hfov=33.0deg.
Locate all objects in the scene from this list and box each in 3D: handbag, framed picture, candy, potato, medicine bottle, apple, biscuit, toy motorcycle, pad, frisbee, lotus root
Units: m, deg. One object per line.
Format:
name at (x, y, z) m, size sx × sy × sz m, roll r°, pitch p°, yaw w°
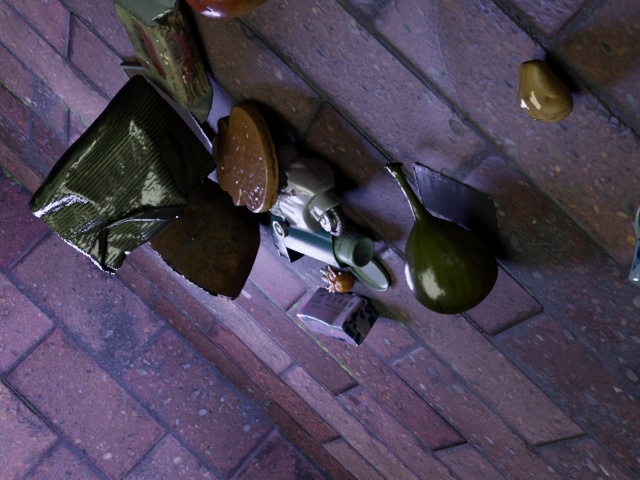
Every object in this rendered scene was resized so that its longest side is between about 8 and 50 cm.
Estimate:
handbag at (-0.376, -0.118, 2.074) m, size 0.240 × 0.247 × 0.340 m, roll 43°, pitch 123°, yaw -14°
framed picture at (-0.301, -0.261, 2.217) m, size 0.184 × 0.016 × 0.250 m, roll 14°, pitch 143°, yaw 53°
candy at (0.038, 0.159, 2.291) m, size 0.160 × 0.092 × 0.073 m, roll 13°, pitch 149°, yaw 50°
potato at (0.269, -0.180, 1.307) m, size 0.068 × 0.062 × 0.083 m, roll -4°, pitch 109°, yaw 43°
medicine bottle at (0.000, 0.000, 2.080) m, size 0.258 × 0.079 × 0.124 m, roll 19°, pitch 144°, yaw 46°
apple at (-0.128, -0.386, 1.526) m, size 0.146 × 0.131 × 0.146 m, roll 35°, pitch 143°, yaw 31°
biscuit at (-0.137, -0.149, 1.999) m, size 0.288 × 0.044 × 0.202 m, roll 173°, pitch 85°, yaw -70°
toy motorcycle at (-0.038, -0.096, 1.958) m, size 0.260 × 0.110 × 0.171 m, roll 21°, pitch 134°, yaw 58°
pad at (0.212, -0.060, 1.696) m, size 0.157 × 0.003 × 0.112 m, roll 29°, pitch 154°, yaw 34°
frisbee at (0.092, 0.056, 2.110) m, size 0.110 × 0.014 × 0.110 m, roll 35°, pitch 156°, yaw 18°
biscuit at (-0.285, -0.359, 1.917) m, size 0.186 × 0.079 × 0.309 m, roll 37°, pitch 161°, yaw 28°
lotus root at (-0.232, -0.022, 2.307) m, size 0.272 × 0.192 × 0.272 m, roll 34°, pitch -172°, yaw -5°

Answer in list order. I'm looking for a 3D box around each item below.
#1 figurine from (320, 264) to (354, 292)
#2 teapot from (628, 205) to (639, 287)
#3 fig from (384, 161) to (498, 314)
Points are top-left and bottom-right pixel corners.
figurine at (0.028, 0.082, 2.236) m, size 0.109 × 0.047 × 0.064 m, roll 20°, pitch 126°, yaw 58°
teapot at (0.435, -0.006, 1.242) m, size 0.159 × 0.159 × 0.232 m, roll 48°, pitch 169°, yaw -11°
fig at (0.189, -0.010, 1.697) m, size 0.151 × 0.151 × 0.259 m, roll 9°, pitch 123°, yaw 55°
